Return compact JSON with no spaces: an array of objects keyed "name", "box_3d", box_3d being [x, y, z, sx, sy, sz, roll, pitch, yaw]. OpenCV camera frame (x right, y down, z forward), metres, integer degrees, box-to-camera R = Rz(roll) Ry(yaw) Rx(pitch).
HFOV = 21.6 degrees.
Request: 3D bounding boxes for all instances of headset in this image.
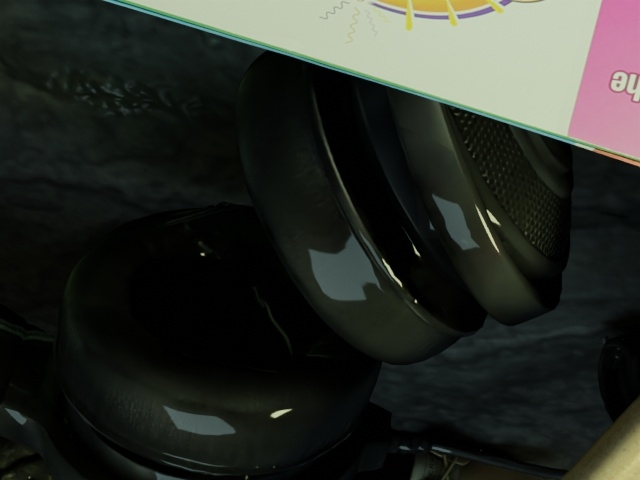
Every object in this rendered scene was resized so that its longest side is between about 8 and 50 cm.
[{"name":"headset","box_3d":[0.000,0.000,0.639,0.394,0.185,0.243,34,121,-16]}]

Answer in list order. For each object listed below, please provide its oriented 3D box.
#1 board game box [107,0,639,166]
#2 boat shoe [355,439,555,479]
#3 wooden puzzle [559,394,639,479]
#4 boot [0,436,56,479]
[{"name":"board game box","box_3d":[0.077,-0.165,0.384,0.242,0.064,0.316,17,133,-5]},{"name":"boat shoe","box_3d":[0.056,0.127,0.872,0.135,0.050,0.045,0,149,19]},{"name":"wooden puzzle","box_3d":[0.231,0.096,0.607,0.322,0.080,0.348,36,95,-30]},{"name":"boot","box_3d":[-0.094,0.194,0.797,0.131,0.260,0.348,6,139,36]}]
